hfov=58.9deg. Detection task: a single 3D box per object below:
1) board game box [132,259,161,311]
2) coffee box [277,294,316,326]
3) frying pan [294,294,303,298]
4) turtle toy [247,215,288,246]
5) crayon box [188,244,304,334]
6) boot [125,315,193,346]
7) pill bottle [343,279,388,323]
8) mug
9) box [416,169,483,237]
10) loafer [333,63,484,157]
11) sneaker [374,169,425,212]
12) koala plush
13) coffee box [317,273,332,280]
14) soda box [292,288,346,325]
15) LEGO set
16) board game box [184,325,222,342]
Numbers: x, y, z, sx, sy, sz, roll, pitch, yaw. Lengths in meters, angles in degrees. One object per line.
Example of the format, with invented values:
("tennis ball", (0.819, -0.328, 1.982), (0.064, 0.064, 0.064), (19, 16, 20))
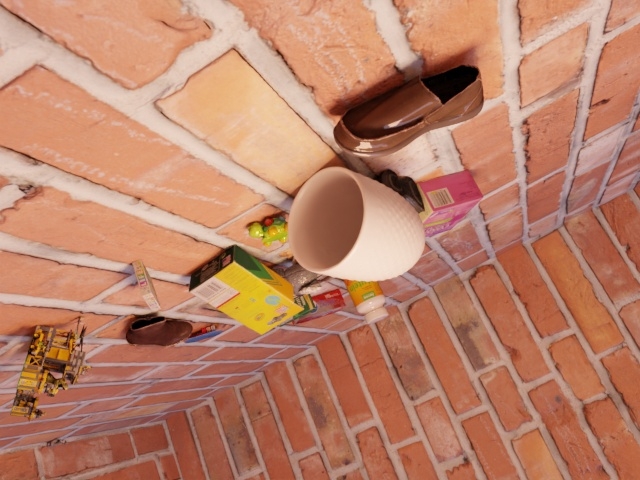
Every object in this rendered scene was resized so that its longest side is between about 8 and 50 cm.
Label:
("board game box", (-0.483, 0.128, 1.579), (0.026, 0.103, 0.154), (-19, 160, -14))
("coffee box", (-0.120, 0.282, 2.429), (0.184, 0.113, 0.040), (-27, 158, 13))
("frying pan", (-0.167, 0.228, 2.318), (0.326, 0.053, 0.197), (-24, 162, 7))
("turtle toy", (-0.142, -0.030, 1.618), (0.130, 0.066, 0.095), (-14, 159, -25))
("crayon box", (-0.229, 0.165, 1.799), (0.202, 0.081, 0.318), (-32, 128, 24))
("boot", (-0.561, 0.316, 2.017), (0.248, 0.090, 0.207), (-10, 159, -27))
("pill bottle", (0.199, 0.232, 2.461), (0.136, 0.245, 0.136), (-22, 161, -8))
("mug", (0.090, -0.032, 1.569), (0.328, 0.276, 0.374), (15, 179, -44))
("box", (0.397, -0.114, 1.962), (0.213, 0.117, 0.243), (-15, 160, -24))
("loafer", (0.192, -0.299, 1.229), (0.366, 0.134, 0.130), (-25, 152, -13))
("sneaker", (0.222, -0.135, 1.747), (0.130, 0.109, 0.286), (-27, 153, 29))
("koala plush", (-0.108, 0.151, 1.975), (0.221, 0.196, 0.203), (-23, 142, 7))
("coffee box", (0.076, 0.050, 2.048), (0.246, 0.098, 0.141), (-32, 160, 22))
("soda box", (-0.017, 0.313, 2.662), (0.263, 0.092, 0.083), (-13, 158, -28))
("LEGO set", (-0.793, 0.403, 1.713), (0.192, 0.255, 0.331), (17, 132, -22))
("board game box", (-0.497, 0.394, 2.404), (0.169, 0.033, 0.133), (-16, 165, -8))
